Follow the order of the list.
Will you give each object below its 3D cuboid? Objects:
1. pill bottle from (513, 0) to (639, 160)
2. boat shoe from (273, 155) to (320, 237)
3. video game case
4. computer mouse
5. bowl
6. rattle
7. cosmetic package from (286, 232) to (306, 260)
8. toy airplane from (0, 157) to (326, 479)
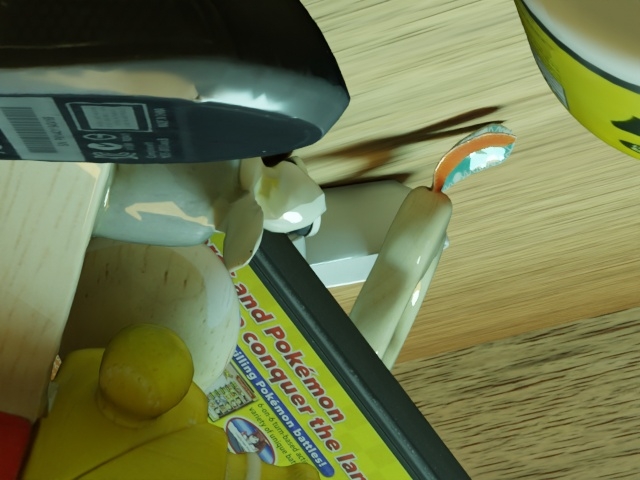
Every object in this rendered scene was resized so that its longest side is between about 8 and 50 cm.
[{"bbox_3d":[0.114,-0.082,0.501,0.119,0.119,0.208,-14,172,10],"label":"pill bottle"},{"bbox_3d":[-0.031,-0.020,0.993,0.038,0.046,0.125,-15,-179,-16],"label":"boat shoe"},{"bbox_3d":[-0.080,0.102,0.896,0.248,0.275,0.035,-28,-163,28],"label":"video game case"},{"bbox_3d":[-0.127,-0.066,0.467,0.272,0.072,0.188,1,172,-7],"label":"computer mouse"},{"bbox_3d":[0.000,0.000,1.140,0.142,0.053,0.142,-9,171,-22],"label":"bowl"},{"bbox_3d":[0.015,-0.005,1.018,0.143,0.199,0.130,32,-149,23],"label":"rattle"},{"bbox_3d":[-0.124,0.061,0.973,0.231,0.117,0.085,-1,-172,19],"label":"cosmetic package"},{"bbox_3d":[-0.142,0.080,0.727,0.386,0.384,0.272,-8,-149,37],"label":"toy airplane"}]
